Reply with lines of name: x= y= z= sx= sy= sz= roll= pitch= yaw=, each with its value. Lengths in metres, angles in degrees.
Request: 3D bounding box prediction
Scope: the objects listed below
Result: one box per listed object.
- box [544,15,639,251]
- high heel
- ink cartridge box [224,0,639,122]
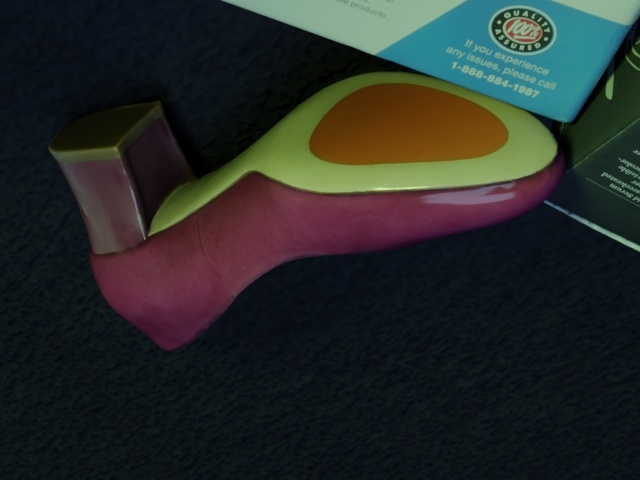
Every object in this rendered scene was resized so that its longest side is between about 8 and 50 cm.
box: x=0.221 y=-0.099 z=0.772 sx=0.108 sy=0.153 sz=0.207 roll=25 pitch=152 yaw=-13
high heel: x=0.000 y=0.000 z=0.911 sx=0.377 sy=0.127 sz=0.181 roll=6 pitch=130 yaw=41
ink cartridge box: x=0.091 y=-0.239 z=0.720 sx=0.223 sy=0.129 sz=0.307 roll=19 pitch=131 yaw=-8
